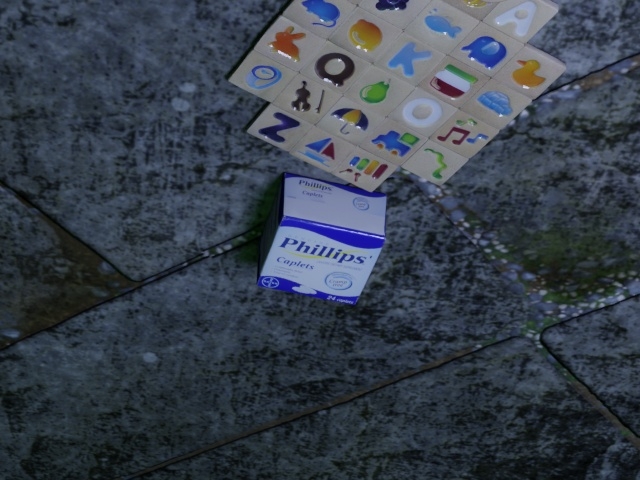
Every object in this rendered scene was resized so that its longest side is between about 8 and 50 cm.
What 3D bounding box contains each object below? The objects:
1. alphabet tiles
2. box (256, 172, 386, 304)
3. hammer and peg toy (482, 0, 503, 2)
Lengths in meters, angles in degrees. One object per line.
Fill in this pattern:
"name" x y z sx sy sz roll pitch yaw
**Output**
"alphabet tiles" 0.079 -0.179 1.578 0.285 0.011 0.342 25 136 -22
"box" 0.000 0.000 1.750 0.126 0.072 0.137 11 139 -9
"hammer and peg toy" 0.058 -0.320 1.245 0.266 0.127 0.361 -7 139 11
